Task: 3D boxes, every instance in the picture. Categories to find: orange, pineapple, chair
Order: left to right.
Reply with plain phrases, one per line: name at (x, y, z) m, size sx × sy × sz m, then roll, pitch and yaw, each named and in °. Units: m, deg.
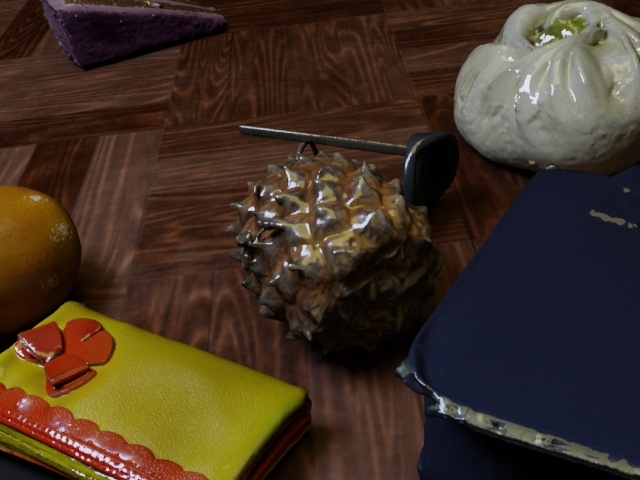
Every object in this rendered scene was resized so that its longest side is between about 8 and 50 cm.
orange at (-0.295, 0.018, 0.737) m, size 0.156 × 0.124 × 0.156 m, roll -5°, pitch 17°, yaw 1°
pineapple at (0.000, 0.000, 0.680) m, size 0.166 × 0.166 × 0.193 m, roll -23°, pitch 34°, yaw -21°
chair at (0.025, -0.056, 0.822) m, size 0.221 × 0.104 × 0.095 m, roll -2°, pitch 60°, yaw 16°

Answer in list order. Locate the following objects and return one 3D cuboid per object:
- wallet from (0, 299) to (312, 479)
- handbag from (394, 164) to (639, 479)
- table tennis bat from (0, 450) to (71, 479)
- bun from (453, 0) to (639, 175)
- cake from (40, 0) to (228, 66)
wallet at (-0.142, 0.121, 0.596) m, size 0.241 × 0.067 × 0.141 m, roll 14°, pitch 34°, yaw 26°
handbag at (0.250, 0.074, 0.555) m, size 0.303 × 0.122 × 0.329 m, roll 12°, pitch 39°, yaw 28°
table tennis bat at (-0.279, 0.195, 0.565) m, size 0.220 × 0.019 × 0.130 m, roll -13°, pitch 33°, yaw -11°
bun at (0.273, -0.176, 0.885) m, size 0.259 × 0.160 × 0.259 m, roll -3°, pitch 32°, yaw 2°
cake at (-0.295, -0.344, 1.316) m, size 0.295 × 0.113 × 0.116 m, roll -12°, pitch 38°, yaw -28°
